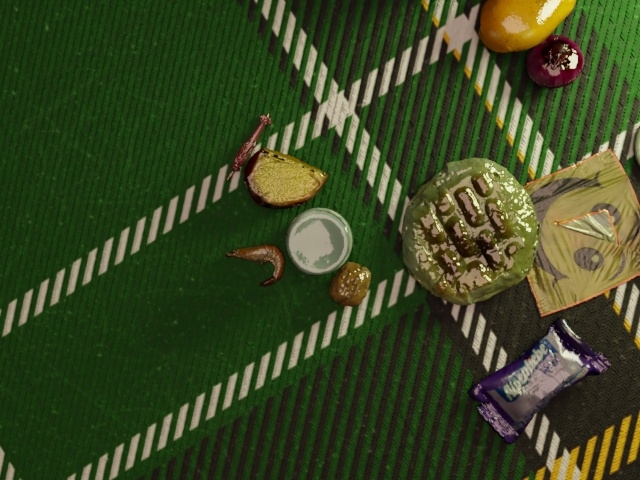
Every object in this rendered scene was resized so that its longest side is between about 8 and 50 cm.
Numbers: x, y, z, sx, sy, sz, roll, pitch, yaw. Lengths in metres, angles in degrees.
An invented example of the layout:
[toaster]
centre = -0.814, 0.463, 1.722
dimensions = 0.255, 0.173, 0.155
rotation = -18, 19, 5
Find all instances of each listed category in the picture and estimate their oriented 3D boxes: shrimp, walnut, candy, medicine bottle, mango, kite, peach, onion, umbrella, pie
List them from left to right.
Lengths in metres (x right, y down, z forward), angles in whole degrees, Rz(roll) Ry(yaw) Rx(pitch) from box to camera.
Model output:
[umbrella]
centre = -0.153, -0.196, 1.877
dimensions = 0.027, 0.025, 0.165
rotation = 32, 91, 24
[shrimp]
centre = -0.139, 0.050, 1.882
dimensions = 0.127, 0.025, 0.091
rotation = 6, 93, 0
[peach]
centre = -0.075, -0.130, 1.842
dimensions = 0.172, 0.092, 0.127
rotation = -5, 96, -9
[medicine bottle]
centre = 0.000, 0.000, 1.802
dimensions = 0.135, 0.168, 0.135
rotation = 0, 91, 2
[walnut]
centre = 0.062, 0.093, 1.848
dimensions = 0.079, 0.082, 0.096
rotation = 25, 91, -26
[pie]
centre = 0.308, -0.013, 1.830
dimensions = 0.306, 0.071, 0.306
rotation = 1, 94, 8
[mango]
centre = 0.418, -0.465, 1.793
dimensions = 0.217, 0.102, 0.141
rotation = -26, 50, -4
[candy]
centre = 0.446, 0.287, 1.838
dimensions = 0.275, 0.070, 0.145
rotation = -40, 83, 8
[onion]
centre = 0.474, -0.363, 1.801
dimensions = 0.115, 0.104, 0.115
rotation = 2, 73, -5
[kite]
centre = 0.555, -0.007, 1.852
dimensions = 0.327, 0.013, 0.378
rotation = 19, 92, 2

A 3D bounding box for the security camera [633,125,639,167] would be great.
[security camera]
centre = 0.734, -0.120, 1.811
dimensions = 0.157, 0.080, 0.302
rotation = -9, 88, 4
